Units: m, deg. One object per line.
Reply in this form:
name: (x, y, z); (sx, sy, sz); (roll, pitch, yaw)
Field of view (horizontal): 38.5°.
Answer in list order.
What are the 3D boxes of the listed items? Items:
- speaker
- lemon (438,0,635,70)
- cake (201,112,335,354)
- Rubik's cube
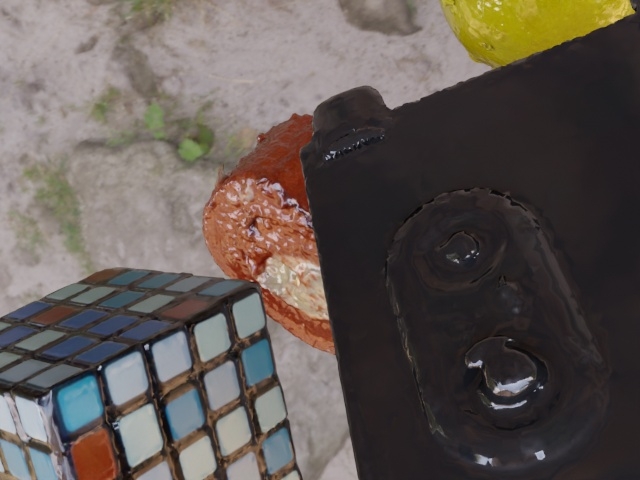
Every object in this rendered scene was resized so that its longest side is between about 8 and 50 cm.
speaker: (0.135, 0.033, 0.419); (0.232, 0.254, 0.184); (-20, 135, 9)
lemon: (0.180, -0.213, 0.726); (0.173, 0.173, 0.206); (34, 133, 8)
cake: (0.000, 0.000, 1.052); (0.283, 0.151, 0.177); (43, 141, -8)
Rubik's cube: (-0.145, 0.137, 0.651); (0.182, 0.184, 0.187); (3, 110, 43)
